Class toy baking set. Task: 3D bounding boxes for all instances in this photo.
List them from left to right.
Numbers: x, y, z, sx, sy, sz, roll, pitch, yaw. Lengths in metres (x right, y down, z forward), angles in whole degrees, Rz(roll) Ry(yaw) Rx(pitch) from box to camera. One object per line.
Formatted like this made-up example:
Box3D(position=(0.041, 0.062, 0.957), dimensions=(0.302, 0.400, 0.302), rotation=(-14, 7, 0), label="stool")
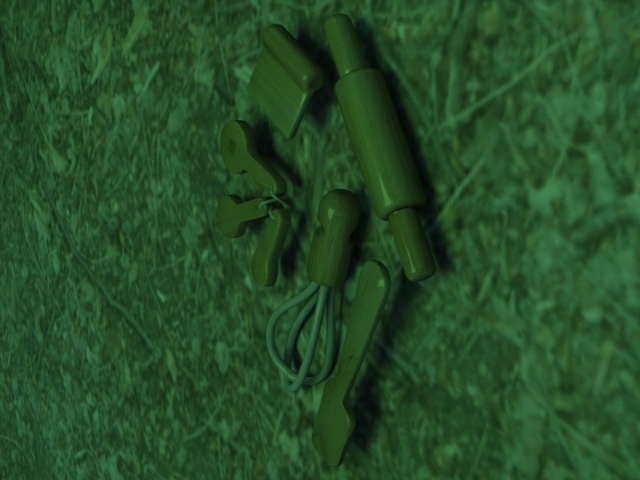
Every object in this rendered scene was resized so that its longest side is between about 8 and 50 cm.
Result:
Box3D(position=(0.003, -0.004, 0.686), dimensions=(0.197, 0.030, 0.256), rotation=(-47, 57, 51), label="toy baking set")
